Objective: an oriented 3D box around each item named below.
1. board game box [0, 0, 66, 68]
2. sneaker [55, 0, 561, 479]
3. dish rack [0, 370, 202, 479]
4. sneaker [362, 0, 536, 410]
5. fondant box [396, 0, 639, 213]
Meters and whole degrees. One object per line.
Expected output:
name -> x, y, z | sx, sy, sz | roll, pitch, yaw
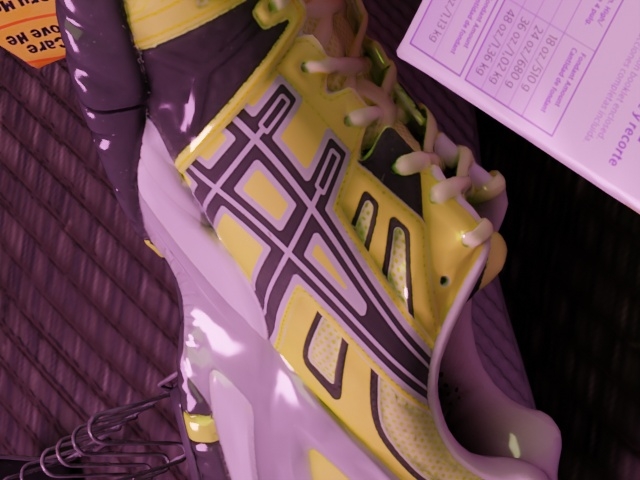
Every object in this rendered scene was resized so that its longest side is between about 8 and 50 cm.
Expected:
board game box -> -0.106, -0.352, 0.847 | 0.357, 0.356, 0.356 | -15, 57, 36
sneaker -> 0.000, -0.036, 0.774 | 0.147, 0.145, 0.384 | -9, 115, 19
dish rack -> -0.104, 0.186, 1.012 | 0.271, 0.074, 0.208 | -35, 66, 52
sneaker -> 0.000, 0.000, 0.944 | 0.150, 0.135, 0.365 | -17, 77, 31
fondant box -> 0.224, -0.021, 0.708 | 0.330, 0.238, 0.096 | 36, 108, 33
